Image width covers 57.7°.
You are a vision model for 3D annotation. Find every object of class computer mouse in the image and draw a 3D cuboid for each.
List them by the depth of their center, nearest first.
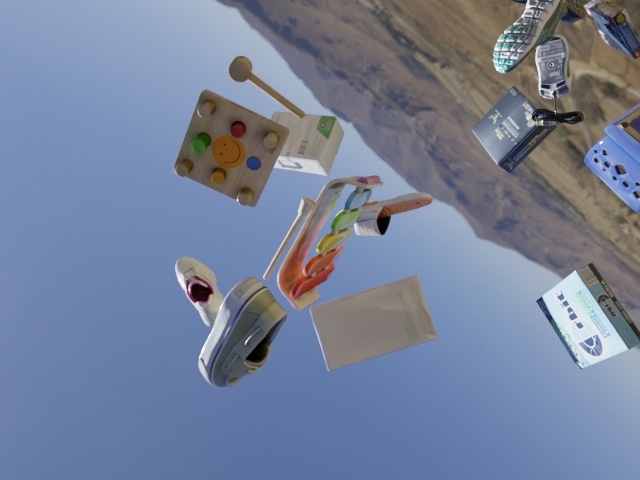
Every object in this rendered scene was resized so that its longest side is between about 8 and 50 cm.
[{"bbox_3d":[0.509,-0.344,1.254,0.106,0.192,0.042,1,-172,39],"label":"computer mouse"}]

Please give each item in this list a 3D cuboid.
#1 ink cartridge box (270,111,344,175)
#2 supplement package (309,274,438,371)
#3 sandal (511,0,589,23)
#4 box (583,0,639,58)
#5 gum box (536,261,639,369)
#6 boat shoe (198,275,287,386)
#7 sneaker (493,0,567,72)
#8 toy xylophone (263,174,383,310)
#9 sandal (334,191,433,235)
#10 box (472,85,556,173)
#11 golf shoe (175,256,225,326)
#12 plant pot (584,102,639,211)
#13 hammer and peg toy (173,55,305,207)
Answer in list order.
[{"bbox_3d":[-0.057,-0.291,1.729,0.213,0.154,0.093,11,162,24],"label":"ink cartridge box"},{"bbox_3d":[0.135,0.220,1.553,0.177,0.293,0.175,89,164,-82],"label":"supplement package"},{"bbox_3d":[0.452,-0.599,1.311,0.446,0.167,0.107,14,165,-38],"label":"sandal"},{"bbox_3d":[0.544,-0.394,1.075,0.094,0.027,0.137,47,-159,-21],"label":"box"},{"bbox_3d":[0.491,0.145,1.077,0.184,0.041,0.156,96,149,-68],"label":"gum box"},{"bbox_3d":[-0.137,0.186,1.006,0.094,0.302,0.109,43,-129,18],"label":"boat shoe"},{"bbox_3d":[0.354,-0.341,0.960,0.076,0.166,0.065,30,-171,-45],"label":"sneaker"},{"bbox_3d":[0.000,0.000,1.178,0.081,0.322,0.236,33,-153,14],"label":"toy xylophone"},{"bbox_3d":[0.157,-0.056,1.467,0.102,0.266,0.076,26,-126,-58],"label":"sandal"},{"bbox_3d":[0.567,-0.332,1.725,0.059,0.183,0.232,28,-151,-26],"label":"box"},{"bbox_3d":[-0.395,0.138,1.884,0.306,0.115,0.140,46,167,36],"label":"golf shoe"},{"bbox_3d":[0.934,-0.262,1.643,0.236,0.236,0.212,54,175,25],"label":"plant pot"},{"bbox_3d":[-0.217,-0.283,1.556,0.266,0.361,0.127,26,-154,-7],"label":"hammer and peg toy"}]
